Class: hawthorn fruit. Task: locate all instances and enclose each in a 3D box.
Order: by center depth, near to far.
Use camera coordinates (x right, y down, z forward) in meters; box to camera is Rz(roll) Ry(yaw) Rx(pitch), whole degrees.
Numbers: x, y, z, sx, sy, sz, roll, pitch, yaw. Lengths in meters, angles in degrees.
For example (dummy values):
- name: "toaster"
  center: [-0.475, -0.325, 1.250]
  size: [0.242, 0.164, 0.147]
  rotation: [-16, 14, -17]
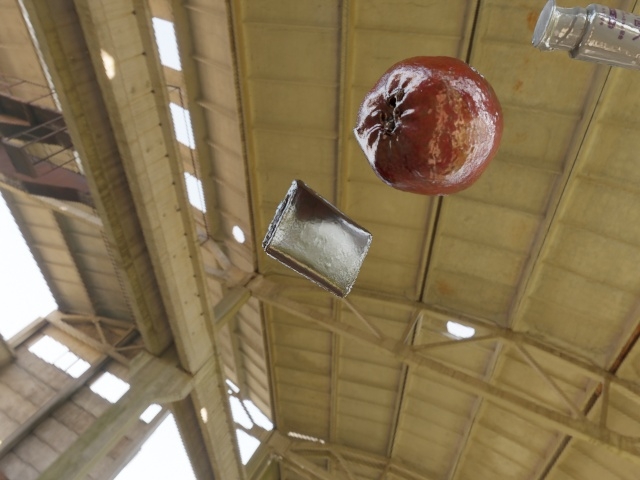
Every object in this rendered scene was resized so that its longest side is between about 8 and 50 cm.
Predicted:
- name: "hawthorn fruit"
  center: [0.232, -0.211, 0.919]
  size: [0.265, 0.307, 0.265]
  rotation: [-13, -107, 47]

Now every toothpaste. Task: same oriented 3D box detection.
- name: "toothpaste"
  center: [0.458, -0.273, 0.656]
  size: [0.299, 0.114, 0.073]
  rotation: [14, -37, 4]

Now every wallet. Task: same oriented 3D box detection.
- name: "wallet"
  center: [0.000, 0.000, 1.007]
  size: [0.229, 0.182, 0.049]
  rotation: [34, -26, -23]
